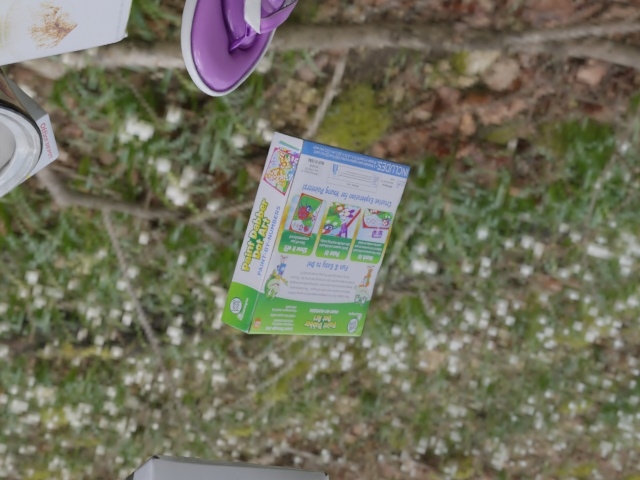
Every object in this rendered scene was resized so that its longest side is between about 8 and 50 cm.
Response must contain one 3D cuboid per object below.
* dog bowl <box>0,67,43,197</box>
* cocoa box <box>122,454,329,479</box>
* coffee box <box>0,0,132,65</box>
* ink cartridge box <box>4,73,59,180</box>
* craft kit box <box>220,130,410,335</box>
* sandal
[{"bbox_3d":[-0.593,-0.145,1.550,0.408,0.150,0.408,-20,165,-6],"label":"dog bowl"},{"bbox_3d":[-0.134,0.455,1.355,0.231,0.347,0.228,10,152,-24],"label":"cocoa box"},{"bbox_3d":[-0.334,-0.335,0.877,0.334,0.338,0.337,-14,172,-17],"label":"coffee box"},{"bbox_3d":[-0.557,-0.167,1.954,0.127,0.176,0.128,41,154,21],"label":"ink cartridge box"},{"bbox_3d":[0.000,0.000,1.483,0.061,0.246,0.250,17,-175,36],"label":"craft kit box"},{"bbox_3d":[-0.078,-0.403,1.737,0.102,0.416,0.169,4,148,45],"label":"sandal"}]
